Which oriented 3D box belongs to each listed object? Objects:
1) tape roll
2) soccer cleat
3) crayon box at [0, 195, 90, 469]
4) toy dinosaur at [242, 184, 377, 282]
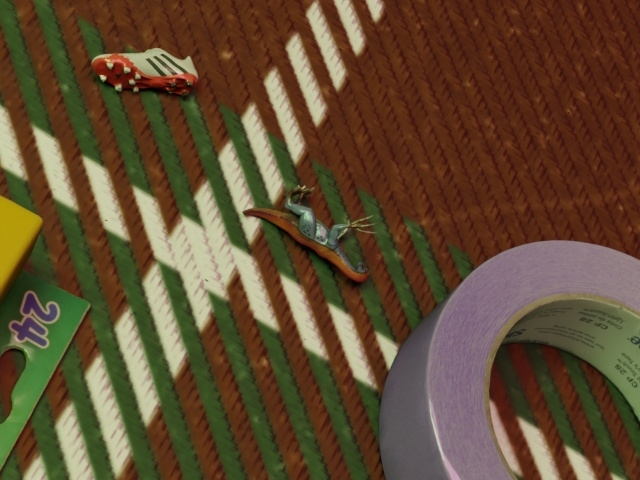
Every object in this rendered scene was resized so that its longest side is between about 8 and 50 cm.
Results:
[{"bbox_3d":[0.184,0.141,1.045,0.275,0.090,0.274,9,61,-17],"label":"tape roll"},{"bbox_3d":[-0.132,-0.130,1.094,0.083,0.029,0.035,7,53,-23],"label":"soccer cleat"},{"bbox_3d":[-0.318,0.026,0.898,0.323,0.083,0.203,29,57,-7],"label":"crayon box"},{"bbox_3d":[0.000,0.000,1.085,0.090,0.047,0.082,-22,81,4],"label":"toy dinosaur"}]
